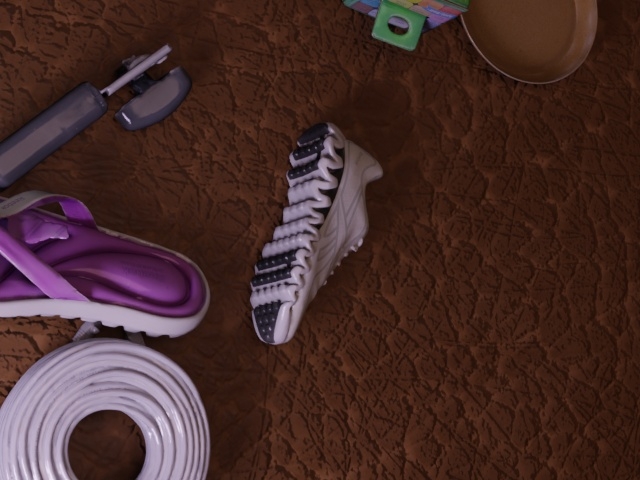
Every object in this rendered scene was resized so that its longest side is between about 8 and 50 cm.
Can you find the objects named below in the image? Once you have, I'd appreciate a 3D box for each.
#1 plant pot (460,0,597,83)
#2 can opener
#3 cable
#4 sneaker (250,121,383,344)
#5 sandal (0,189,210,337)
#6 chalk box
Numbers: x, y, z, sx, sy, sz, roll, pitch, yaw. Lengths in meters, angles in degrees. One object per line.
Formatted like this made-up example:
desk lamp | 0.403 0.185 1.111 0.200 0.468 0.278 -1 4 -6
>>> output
plant pot | 0.290 -0.335 1.908 0.236 0.032 0.236 3 82 -24
can opener | -0.271 -0.137 1.591 0.283 0.076 0.095 -42 100 -23
cable | -0.246 0.240 1.543 0.257 0.089 0.257 -42 102 -24
sneaker | 0.000 0.000 1.690 0.118 0.110 0.292 27 73 -29
sandal | -0.301 0.005 1.505 0.416 0.102 0.169 11 44 -35
chalk box | 0.122 -0.361 1.775 0.132 0.132 0.213 17 76 -22
